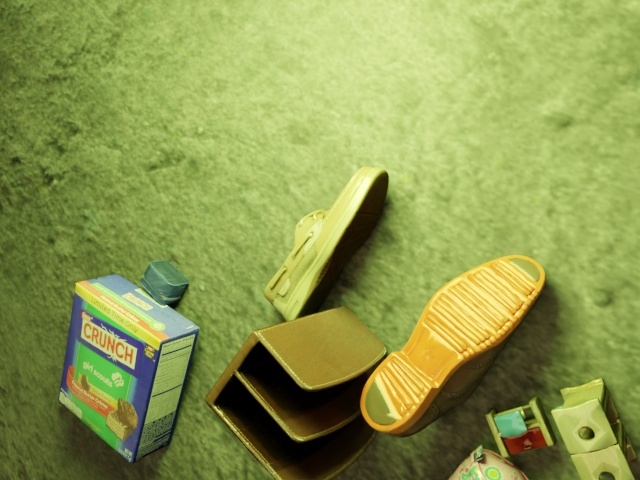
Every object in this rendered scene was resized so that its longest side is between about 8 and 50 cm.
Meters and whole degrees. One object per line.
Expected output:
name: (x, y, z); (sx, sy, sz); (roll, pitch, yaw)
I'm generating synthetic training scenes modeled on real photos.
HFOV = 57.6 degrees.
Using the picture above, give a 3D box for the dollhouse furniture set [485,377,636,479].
dollhouse furniture set: (0.349, 0.305, 0.862); (0.183, 0.129, 0.129); (-26, 79, 26)

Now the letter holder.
letter holder: (0.006, 0.248, 0.952); (0.214, 0.302, 0.152); (43, 110, 21)

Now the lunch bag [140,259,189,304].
lunch bag: (-0.347, 0.092, 1.276); (0.098, 0.067, 0.065); (40, 109, 22)

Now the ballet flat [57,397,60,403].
ballet flat: (-0.622, 0.363, 1.459); (0.041, 0.041, 0.114); (29, 105, 25)

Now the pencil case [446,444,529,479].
pencil case: (0.221, 0.469, 0.945); (0.124, 0.124, 0.284); (42, 111, 21)

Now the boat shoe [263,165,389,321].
boat shoe: (0.000, 0.000, 1.051); (0.110, 0.121, 0.341); (39, 110, 21)

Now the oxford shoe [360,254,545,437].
oxford shoe: (0.224, 0.174, 0.946); (0.363, 0.132, 0.130); (-44, 46, 6)

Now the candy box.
candy box: (-0.430, 0.275, 1.281); (0.268, 0.122, 0.317); (27, 110, 26)
